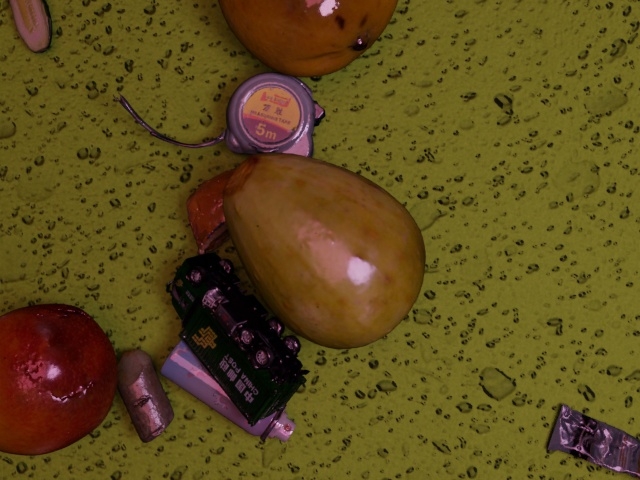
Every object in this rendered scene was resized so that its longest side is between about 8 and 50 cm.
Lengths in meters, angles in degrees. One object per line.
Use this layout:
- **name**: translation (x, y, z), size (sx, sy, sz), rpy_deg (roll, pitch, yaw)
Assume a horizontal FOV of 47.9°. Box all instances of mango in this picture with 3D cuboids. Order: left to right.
- **mango**: translation (-0.021, -0.478, 1.133), size (0.301, 0.220, 0.445), rpy_deg (-6, 77, 5)

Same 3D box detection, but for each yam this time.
- **yam**: translation (-0.286, 0.246, 1.160), size (0.070, 0.070, 0.146), rpy_deg (-23, 88, -1)

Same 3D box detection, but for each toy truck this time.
- **toy truck**: translation (-0.133, 0.142, 1.118), size (0.259, 0.088, 0.121), rpy_deg (47, 121, 22)

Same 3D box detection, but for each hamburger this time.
- **hamburger**: translation (-0.158, -0.066, 1.167), size (0.176, 0.087, 0.102), rpy_deg (-42, 89, 0)

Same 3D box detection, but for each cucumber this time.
- **cucumber**: translation (-0.476, -0.366, 1.211), size (0.067, 0.035, 0.107), rpy_deg (-17, 88, 17)

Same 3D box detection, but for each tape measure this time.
- **tape measure**: translation (-0.159, -0.216, 1.175), size (0.330, 0.084, 0.164), rpy_deg (17, 85, 0)

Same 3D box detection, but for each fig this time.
- **fig**: translation (0.000, 0.000, 1.071), size (0.258, 0.258, 0.326), rpy_deg (-45, 100, -2)

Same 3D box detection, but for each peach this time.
- **peach**: translation (-0.424, 0.208, 1.091), size (0.231, 0.231, 0.231), rpy_deg (0, 87, 0)

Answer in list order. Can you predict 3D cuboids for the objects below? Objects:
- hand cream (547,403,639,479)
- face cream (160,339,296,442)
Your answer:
- **hand cream**: translation (0.495, 0.352, 1.168), size (0.248, 0.052, 0.075), rpy_deg (22, 64, 7)
- **face cream**: translation (-0.143, 0.246, 1.157), size (0.229, 0.075, 0.075), rpy_deg (33, 88, 1)
